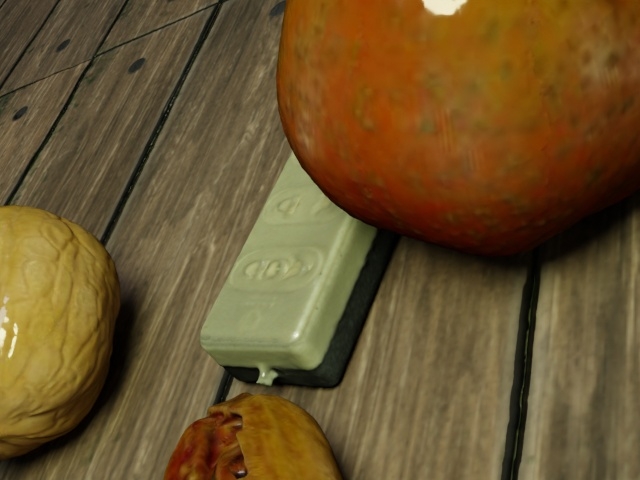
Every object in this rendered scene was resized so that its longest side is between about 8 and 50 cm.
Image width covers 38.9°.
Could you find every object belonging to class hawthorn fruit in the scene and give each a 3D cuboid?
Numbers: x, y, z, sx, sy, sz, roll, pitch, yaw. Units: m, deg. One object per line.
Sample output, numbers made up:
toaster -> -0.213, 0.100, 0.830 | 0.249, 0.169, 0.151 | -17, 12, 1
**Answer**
hawthorn fruit -> 0.099, -0.147, 0.576 | 0.277, 0.298, 0.277 | -13, 42, 12

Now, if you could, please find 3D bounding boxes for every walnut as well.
walnut -> -0.038, 0.165, 0.538 | 0.116, 0.116, 0.207 | -30, 37, 14
walnut -> -0.262, 0.075, 0.778 | 0.193, 0.193, 0.225 | -32, 40, 10

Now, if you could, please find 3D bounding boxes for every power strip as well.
power strip -> 0.000, 0.000, 0.713 | 0.105, 0.070, 0.256 | -5, 49, 39
